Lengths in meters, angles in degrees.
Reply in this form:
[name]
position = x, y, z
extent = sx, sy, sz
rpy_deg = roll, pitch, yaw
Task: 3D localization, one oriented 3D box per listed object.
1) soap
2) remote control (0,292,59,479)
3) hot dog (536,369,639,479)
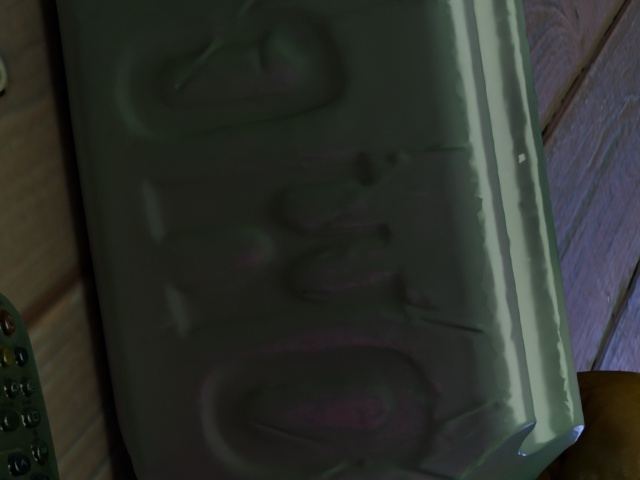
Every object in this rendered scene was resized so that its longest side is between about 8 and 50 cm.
[soap]
position = 0.000, 0.000, 0.855
extent = 0.115, 0.208, 0.346
rpy_deg = -10, 92, -66
[remote control]
position = -0.130, 0.128, 0.714
extent = 0.072, 0.042, 0.222
rpy_deg = 2, 79, -67
[hot dog]
position = 0.175, 0.297, 1.187
extent = 0.223, 0.185, 0.405
rpy_deg = -15, 96, -70
